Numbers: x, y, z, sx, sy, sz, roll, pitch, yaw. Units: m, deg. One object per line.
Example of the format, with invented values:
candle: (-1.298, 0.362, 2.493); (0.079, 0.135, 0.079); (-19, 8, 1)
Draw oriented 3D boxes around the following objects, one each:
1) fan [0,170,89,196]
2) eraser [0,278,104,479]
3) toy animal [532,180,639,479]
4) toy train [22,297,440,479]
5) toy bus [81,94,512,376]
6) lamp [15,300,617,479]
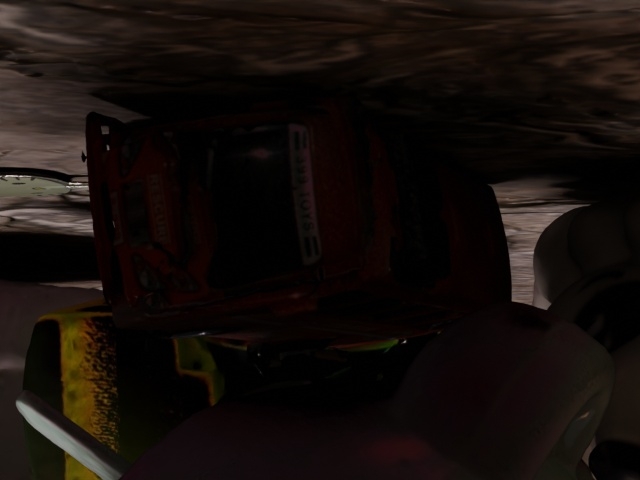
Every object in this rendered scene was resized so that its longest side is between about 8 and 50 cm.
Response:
fan: (-0.102, -0.021, 0.707); (0.083, 0.004, 0.056); (-1, 174, 4)
eraser: (-0.226, 0.082, 1.070); (0.359, 0.122, 0.272); (0, 172, 29)
toy animal: (0.163, 0.056, 0.728); (0.204, 0.156, 0.208); (3, 148, -15)
toy train: (-0.010, 0.060, 0.882); (0.160, 0.101, 0.296); (1, -175, 21)
toy bus: (0.000, 0.000, 0.631); (0.096, 0.074, 0.235); (-11, 172, 13)
lamp: (-0.009, 0.154, 0.615); (0.247, 0.247, 0.301); (34, 159, 19)
